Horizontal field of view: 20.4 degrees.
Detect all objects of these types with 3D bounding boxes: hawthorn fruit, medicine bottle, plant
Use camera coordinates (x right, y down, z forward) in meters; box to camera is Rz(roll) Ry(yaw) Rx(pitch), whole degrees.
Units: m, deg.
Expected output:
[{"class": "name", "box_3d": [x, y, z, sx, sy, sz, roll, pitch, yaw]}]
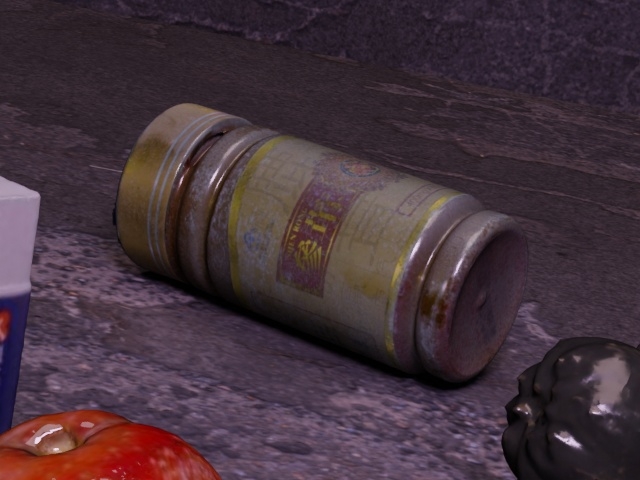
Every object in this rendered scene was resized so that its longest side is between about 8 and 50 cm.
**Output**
[{"class": "hawthorn fruit", "box_3d": [-0.106, 0.161, 0.802, 0.173, 0.173, 0.173, 10, 16, -3]}, {"class": "medicine bottle", "box_3d": [0.000, 0.000, 1.473, 0.322, 0.151, 0.151, 20, 18, 29]}, {"class": "plant", "box_3d": [0.235, 0.140, 1.150, 0.256, 0.164, 0.142, 21, 15, -24]}]

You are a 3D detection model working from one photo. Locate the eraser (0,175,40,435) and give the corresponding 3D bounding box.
[{"class": "eraser", "box_3d": [-0.226, 0.071, 0.964, 0.124, 0.210, 0.068, -5, 21, -43]}]
